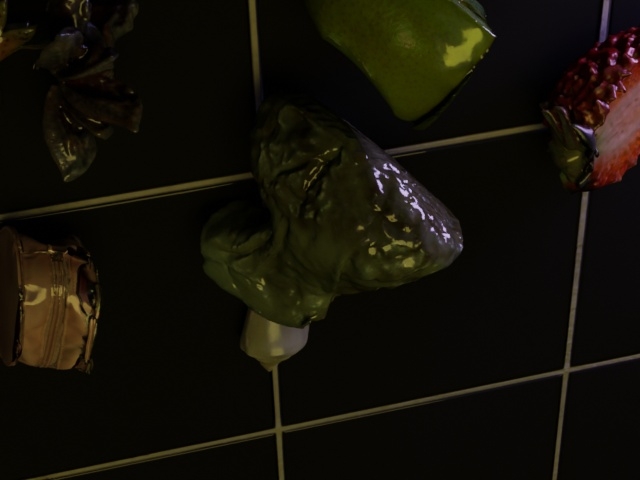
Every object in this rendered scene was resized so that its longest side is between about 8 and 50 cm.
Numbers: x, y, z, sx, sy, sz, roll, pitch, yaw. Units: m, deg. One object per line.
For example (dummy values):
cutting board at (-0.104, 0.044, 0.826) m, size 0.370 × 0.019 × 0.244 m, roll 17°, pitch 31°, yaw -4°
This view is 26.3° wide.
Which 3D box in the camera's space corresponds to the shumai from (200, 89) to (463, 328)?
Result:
shumai at (0.000, 0.000, 1.813) m, size 0.288 × 0.330 × 0.292 m, roll -49°, pitch 150°, yaw 6°

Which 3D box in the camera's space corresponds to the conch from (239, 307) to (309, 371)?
conch at (-0.068, 0.114, 2.045) m, size 0.104 × 0.094 × 0.176 m, roll 0°, pitch 99°, yaw -3°

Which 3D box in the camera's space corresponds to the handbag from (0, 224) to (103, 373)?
handbag at (-0.371, 0.080, 1.848) m, size 0.116 × 0.179 × 0.205 m, roll -3°, pitch 127°, yaw -25°

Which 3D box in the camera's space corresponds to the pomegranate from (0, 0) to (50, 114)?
pomegranate at (-0.424, -0.192, 1.647) m, size 0.220 × 0.156 × 0.156 m, roll -26°, pitch 129°, yaw -10°

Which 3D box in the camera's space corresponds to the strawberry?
strawberry at (0.425, -0.218, 1.938) m, size 0.306 × 0.137 × 0.233 m, roll -44°, pitch 151°, yaw -15°

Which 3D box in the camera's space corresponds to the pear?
pear at (0.079, -0.280, 1.687) m, size 0.292 × 0.292 × 0.159 m, roll 33°, pitch 108°, yaw -34°

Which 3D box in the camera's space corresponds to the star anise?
star anise at (-0.282, -0.195, 1.650) m, size 0.129 × 0.212 × 0.283 m, roll 5°, pitch 122°, yaw -14°
